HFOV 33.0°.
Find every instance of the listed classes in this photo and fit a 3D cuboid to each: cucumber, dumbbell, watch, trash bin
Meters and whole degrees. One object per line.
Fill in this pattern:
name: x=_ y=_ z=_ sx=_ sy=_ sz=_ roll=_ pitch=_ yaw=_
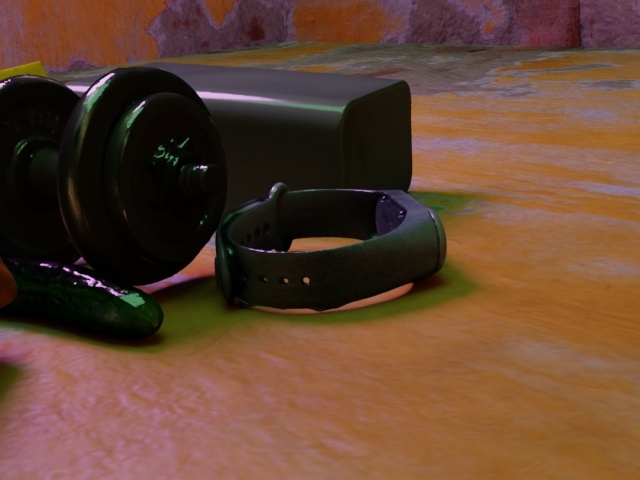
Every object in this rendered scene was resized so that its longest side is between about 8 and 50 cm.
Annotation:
cucumber: x=-0.233 y=0.040 z=0.883 sx=0.284 sy=0.056 sz=0.056 roll=9 pitch=20 yaw=34
dumbbell: x=-0.205 y=-0.057 z=0.954 sx=0.289 sy=0.192 sz=0.192 roll=3 pitch=16 yaw=34
watch: x=0.000 y=0.000 z=0.937 sx=0.192 sy=0.068 sz=0.206 roll=-6 pitch=17 yaw=-9
trash bin: x=-0.090 y=-0.113 z=1.212 sx=0.343 sy=0.158 sz=0.223 roll=3 pitch=17 yaw=26

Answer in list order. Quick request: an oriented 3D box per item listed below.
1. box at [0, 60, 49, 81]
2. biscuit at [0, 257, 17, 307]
box: x=-0.529 y=-0.135 z=1.411 sx=0.335 sy=0.047 sz=0.187 roll=-24 pitch=9 yaw=17
biscuit: x=-0.380 y=-0.017 z=0.731 sx=0.318 sy=0.111 sz=0.312 roll=1 pitch=-28 yaw=6
